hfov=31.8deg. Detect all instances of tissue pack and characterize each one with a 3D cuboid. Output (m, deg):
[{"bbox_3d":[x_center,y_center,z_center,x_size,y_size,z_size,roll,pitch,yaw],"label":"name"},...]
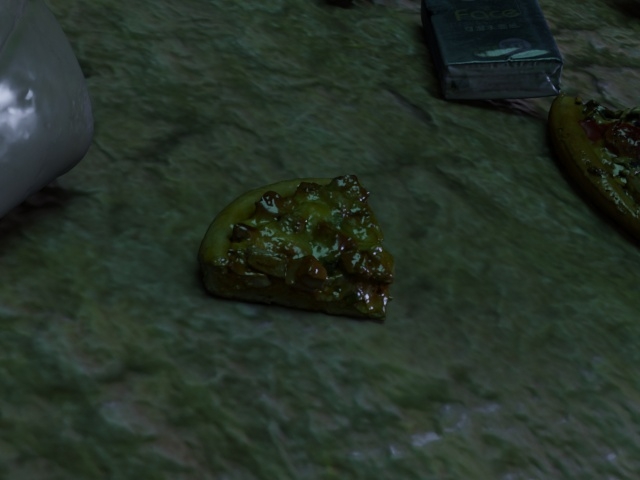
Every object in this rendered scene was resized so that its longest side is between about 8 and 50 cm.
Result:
[{"bbox_3d":[0.161,-0.193,1.087,0.112,0.051,0.156,-3,38,-3],"label":"tissue pack"}]

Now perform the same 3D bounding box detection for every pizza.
[{"bbox_3d":[0.303,-0.076,1.005,0.193,0.053,0.201,-3,41,-27],"label":"pizza"},{"bbox_3d":[0.000,-0.001,0.776,0.134,0.046,0.175,29,36,14],"label":"pizza"}]

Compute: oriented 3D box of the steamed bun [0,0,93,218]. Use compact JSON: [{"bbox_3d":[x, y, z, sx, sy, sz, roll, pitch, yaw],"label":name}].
[{"bbox_3d":[-0.330,-0.165,0.685,0.384,0.236,0.247,29,38,15],"label":"steamed bun"}]
